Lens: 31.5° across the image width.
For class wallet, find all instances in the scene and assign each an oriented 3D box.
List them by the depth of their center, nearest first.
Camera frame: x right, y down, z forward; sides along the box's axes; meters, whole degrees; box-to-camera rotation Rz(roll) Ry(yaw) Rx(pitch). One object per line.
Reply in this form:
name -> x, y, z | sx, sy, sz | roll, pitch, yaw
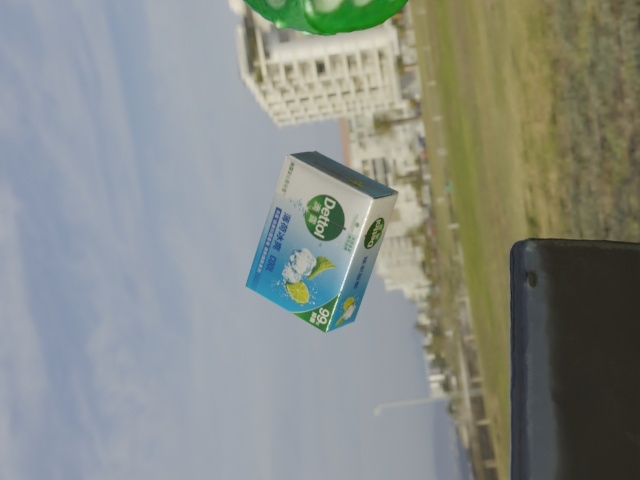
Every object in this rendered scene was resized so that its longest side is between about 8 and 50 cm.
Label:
wallet -> 0.283, 0.202, 1.029 | 0.062, 0.228, 0.406 | 82, -169, -77

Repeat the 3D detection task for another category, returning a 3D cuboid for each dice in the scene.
dice -> 0.005, -0.248, 0.932 | 0.120, 0.128, 0.131 | 45, 135, 36

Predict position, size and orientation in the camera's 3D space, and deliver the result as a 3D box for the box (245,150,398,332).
box -> 0.000, 0.000, 1.461 | 0.073, 0.139, 0.194 | -15, -52, -57
